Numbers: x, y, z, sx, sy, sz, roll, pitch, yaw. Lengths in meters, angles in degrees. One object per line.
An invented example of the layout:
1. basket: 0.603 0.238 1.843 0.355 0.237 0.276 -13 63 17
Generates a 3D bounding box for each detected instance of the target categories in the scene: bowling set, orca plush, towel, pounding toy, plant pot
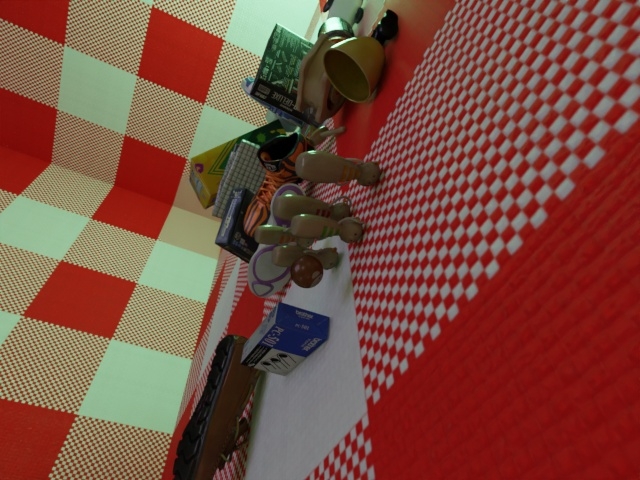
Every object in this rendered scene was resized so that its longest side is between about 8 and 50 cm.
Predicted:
1. bowling set: 0.000 0.000 0.780 0.287 0.154 0.200 -48 46 51
2. orca plush: 0.083 -0.691 1.435 0.151 0.102 0.288 11 92 29
3. towel: -0.231 -0.183 1.543 0.121 0.234 0.284 -174 103 -80
4. pounding toy: 0.040 -0.370 1.116 0.154 0.154 0.270 -51 -12 -27
5. plant pot: 0.085 -0.384 0.950 0.095 0.134 0.134 -47 11 -14

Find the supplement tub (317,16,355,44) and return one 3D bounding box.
1. supplement tub: 0.047 -0.573 1.288 0.190 0.116 0.117 -90 25 -50

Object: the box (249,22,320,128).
1. box: -0.077 -0.542 1.433 0.076 0.242 0.308 -43 31 50

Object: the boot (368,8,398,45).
1. boot: 0.133 -0.457 0.995 0.099 0.045 0.121 -50 18 45

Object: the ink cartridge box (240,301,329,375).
1. ink cartridge box: -0.071 0.187 0.805 0.207 0.097 0.046 128 156 -48

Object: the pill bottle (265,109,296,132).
1. pill bottle: -0.108 -0.584 1.739 0.161 0.161 0.283 -89 25 -50

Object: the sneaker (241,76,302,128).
1. sneaker: -0.132 -0.550 1.601 0.315 0.127 0.182 39 101 32

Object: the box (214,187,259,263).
1. box: -0.213 -0.032 1.357 0.232 0.059 0.184 44 -125 -57

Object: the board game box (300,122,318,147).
1. board game box: -0.043 -0.351 1.480 0.124 0.039 0.260 -52 21 48

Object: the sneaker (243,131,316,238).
1. sneaker: -0.139 -0.161 1.200 0.321 0.124 0.180 -60 -21 -2

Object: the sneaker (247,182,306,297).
1. sneaker: -0.098 0.005 1.157 0.152 0.114 0.305 -24 -46 -86

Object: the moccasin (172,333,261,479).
1. moccasin: -0.217 0.410 0.989 0.139 0.147 0.380 -27 40 47

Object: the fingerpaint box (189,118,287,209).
1. fingerpaint box: -0.338 -0.294 1.810 0.371 0.163 0.445 -29 6 -17
